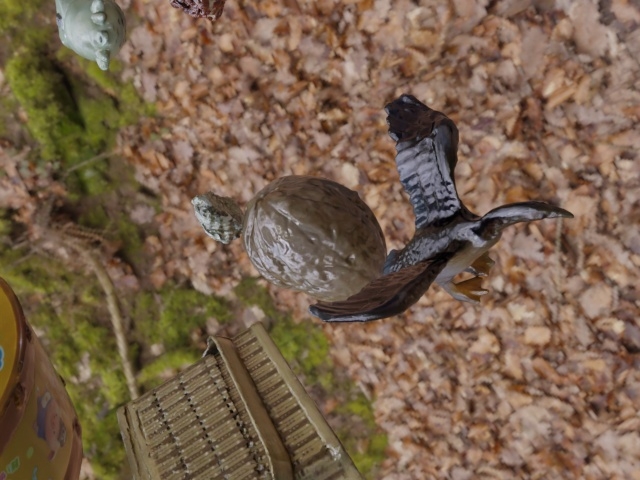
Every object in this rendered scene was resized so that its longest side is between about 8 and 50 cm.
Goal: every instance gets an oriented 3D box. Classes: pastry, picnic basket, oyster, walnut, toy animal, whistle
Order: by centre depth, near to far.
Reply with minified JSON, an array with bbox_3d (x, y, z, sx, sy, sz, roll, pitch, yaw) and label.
[{"bbox_3d":[0.123,-0.010,0.750,0.160,0.197,0.273,66,-150,-55],"label":"toy animal"},{"bbox_3d":[-0.040,0.260,0.751,0.313,0.175,0.228,63,171,-30],"label":"picnic basket"},{"bbox_3d":[-0.001,0.002,1.173,0.230,0.178,0.178,31,174,-24],"label":"walnut"},{"bbox_3d":[-0.336,-0.321,1.231,0.244,0.092,0.110,-135,38,-54],"label":"whistle"},{"bbox_3d":[-0.145,-0.043,1.283,0.037,0.100,0.098,-17,109,31],"label":"oyster"},{"bbox_3d":[-0.195,-0.497,1.507,0.097,0.208,0.115,25,178,30],"label":"pastry"}]

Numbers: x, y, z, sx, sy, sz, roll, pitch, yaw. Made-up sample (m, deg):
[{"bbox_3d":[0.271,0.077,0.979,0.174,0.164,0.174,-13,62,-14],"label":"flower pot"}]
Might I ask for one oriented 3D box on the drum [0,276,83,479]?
[{"bbox_3d":[-0.497,0.223,0.945,0.431,0.431,0.214,45,156,40],"label":"drum"}]
